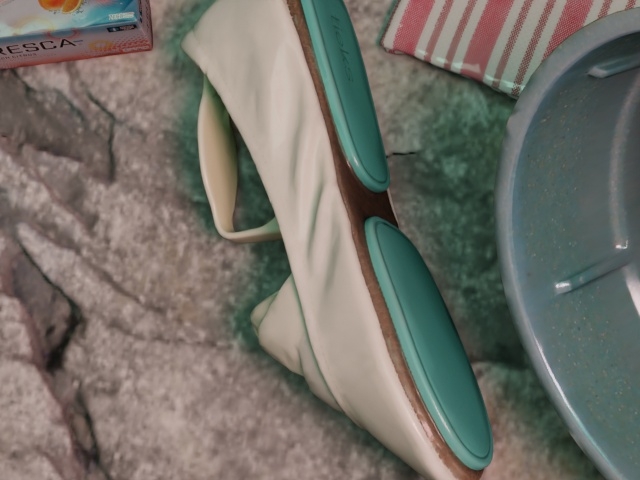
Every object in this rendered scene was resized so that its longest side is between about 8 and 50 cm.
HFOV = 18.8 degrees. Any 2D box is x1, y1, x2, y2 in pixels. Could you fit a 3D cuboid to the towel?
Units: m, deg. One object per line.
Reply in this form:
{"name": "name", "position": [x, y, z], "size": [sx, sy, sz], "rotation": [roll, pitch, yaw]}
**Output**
{"name": "towel", "position": [0.156, -0.166, 1.374], "size": [0.197, 0.029, 0.144], "rotation": [22, 77, 13]}

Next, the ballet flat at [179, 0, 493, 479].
{"name": "ballet flat", "position": [0.000, 0.000, 1.302], "size": [0.139, 0.139, 0.400], "rotation": [-18, 69, 0]}

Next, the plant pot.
{"name": "plant pot", "position": [0.337, -0.019, 1.126], "size": [0.334, 0.341, 0.341], "rotation": [-25, 71, -35]}

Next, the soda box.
{"name": "soda box", "position": [-0.216, -0.161, 1.387], "size": [0.183, 0.063, 0.058], "rotation": [-7, 74, 3]}
